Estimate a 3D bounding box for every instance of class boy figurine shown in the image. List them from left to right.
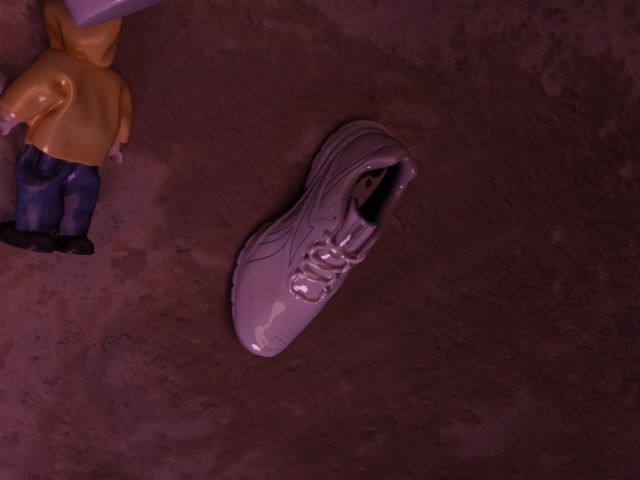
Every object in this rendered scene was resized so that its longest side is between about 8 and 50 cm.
[{"bbox_3d":[-0.266,-0.129,1.293,0.177,0.092,0.285,2,100,-53],"label":"boy figurine"}]

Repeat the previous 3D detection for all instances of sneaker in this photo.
[{"bbox_3d":[0.000,0.000,1.395,0.111,0.129,0.297,30,91,-22],"label":"sneaker"}]

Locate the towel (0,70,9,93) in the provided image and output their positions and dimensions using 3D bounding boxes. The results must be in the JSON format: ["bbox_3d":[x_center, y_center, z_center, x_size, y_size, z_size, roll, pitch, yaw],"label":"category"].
[{"bbox_3d":[-0.536,-0.122,1.212,0.374,0.090,0.320,31,86,-15],"label":"towel"}]

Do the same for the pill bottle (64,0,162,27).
[{"bbox_3d":[-0.224,-0.419,1.164,0.229,0.229,0.407,-23,98,-13],"label":"pill bottle"}]
